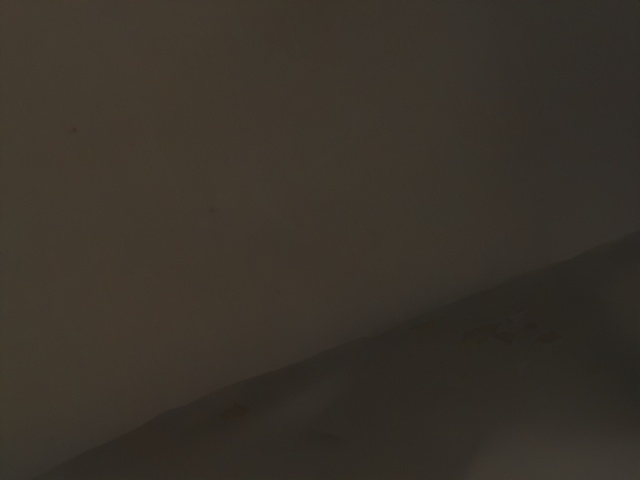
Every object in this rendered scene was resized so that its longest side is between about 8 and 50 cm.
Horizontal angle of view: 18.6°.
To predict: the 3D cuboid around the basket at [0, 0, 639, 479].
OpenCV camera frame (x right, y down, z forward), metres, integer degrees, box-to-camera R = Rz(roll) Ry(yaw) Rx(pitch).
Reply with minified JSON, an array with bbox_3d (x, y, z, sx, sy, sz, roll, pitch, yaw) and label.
[{"bbox_3d":[0.000,0.000,0.276,0.331,0.266,0.328,-23,-48,-3],"label":"basket"}]
